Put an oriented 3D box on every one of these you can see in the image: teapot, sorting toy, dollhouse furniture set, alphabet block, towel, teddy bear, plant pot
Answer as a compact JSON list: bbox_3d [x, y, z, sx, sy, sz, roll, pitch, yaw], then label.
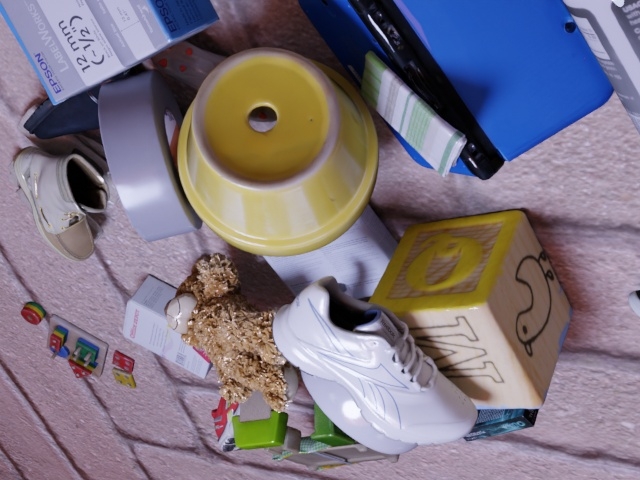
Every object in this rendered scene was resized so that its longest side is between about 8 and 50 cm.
[{"bbox_3d":[0.111,0.190,1.541,0.252,0.256,0.187,46,108,16],"label":"teapot"},{"bbox_3d":[-0.508,0.237,2.095,0.275,0.046,0.132,29,141,2],"label":"sorting toy"},{"bbox_3d":[0.001,0.309,1.794,0.198,0.151,0.301,-12,155,25],"label":"dollhouse furniture set"},{"bbox_3d":[0.207,0.099,1.383,0.194,0.192,0.197,-9,128,36],"label":"alphabet block"},{"bbox_3d":[0.107,-0.149,1.173,0.152,0.023,0.113,46,167,10],"label":"towel"},{"bbox_3d":[-0.148,0.147,1.602,0.338,0.113,0.245,43,148,36],"label":"teddy bear"},{"bbox_3d":[-0.056,-0.118,1.202,0.254,0.254,0.239,26,174,6],"label":"plant pot"}]

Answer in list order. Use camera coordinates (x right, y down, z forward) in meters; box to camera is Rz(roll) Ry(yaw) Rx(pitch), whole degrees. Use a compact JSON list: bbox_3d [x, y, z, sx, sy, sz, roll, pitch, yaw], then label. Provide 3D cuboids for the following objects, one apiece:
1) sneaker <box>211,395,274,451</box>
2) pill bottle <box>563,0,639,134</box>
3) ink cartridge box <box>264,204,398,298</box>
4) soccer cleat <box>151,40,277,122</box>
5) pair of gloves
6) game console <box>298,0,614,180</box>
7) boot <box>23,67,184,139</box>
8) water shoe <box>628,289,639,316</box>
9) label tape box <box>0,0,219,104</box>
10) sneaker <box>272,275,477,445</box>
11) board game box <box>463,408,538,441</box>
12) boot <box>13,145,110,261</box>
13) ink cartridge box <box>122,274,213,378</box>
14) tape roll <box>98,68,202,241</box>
[{"bbox_3d":[-0.139,0.284,1.871,0.279,0.107,0.118,-55,51,38],"label":"sneaker"},{"bbox_3d":[0.332,-0.232,0.973,0.161,0.161,0.283,-15,123,41],"label":"pill bottle"},{"bbox_3d":[0.000,0.000,1.520,0.223,0.045,0.224,-15,123,42],"label":"ink cartridge box"},{"bbox_3d":[-0.137,-0.222,1.369,0.196,0.068,0.076,26,-176,-11],"label":"soccer cleat"},{"bbox_3d":[-0.425,-0.105,1.682,0.204,0.042,0.240,36,137,-3],"label":"pair of gloves"},{"bbox_3d":[0.153,-0.234,1.192,0.293,0.173,0.250,51,168,-23],"label":"game console"},{"bbox_3d":[-0.311,-0.159,1.510,0.246,0.094,0.207,-29,109,40],"label":"boot"},{"bbox_3d":[0.503,0.089,1.295,0.203,0.073,0.080,21,113,13],"label":"water shoe"},{"bbox_3d":[-0.330,-0.319,1.284,0.348,0.115,0.249,-17,106,37],"label":"label tape box"},{"bbox_3d":[0.080,0.159,1.298,0.297,0.111,0.129,32,136,-3],"label":"sneaker"},{"bbox_3d":[0.274,0.198,1.444,0.026,0.186,0.126,44,140,-18],"label":"board game box"},{"bbox_3d":[-0.390,-0.049,1.601,0.165,0.077,0.213,8,129,45],"label":"boot"},{"bbox_3d":[-0.262,0.157,1.832,0.175,0.072,0.127,28,141,4],"label":"ink cartridge box"},{"bbox_3d":[-0.221,-0.111,1.332,0.072,0.219,0.219,-13,130,4],"label":"tape roll"}]
